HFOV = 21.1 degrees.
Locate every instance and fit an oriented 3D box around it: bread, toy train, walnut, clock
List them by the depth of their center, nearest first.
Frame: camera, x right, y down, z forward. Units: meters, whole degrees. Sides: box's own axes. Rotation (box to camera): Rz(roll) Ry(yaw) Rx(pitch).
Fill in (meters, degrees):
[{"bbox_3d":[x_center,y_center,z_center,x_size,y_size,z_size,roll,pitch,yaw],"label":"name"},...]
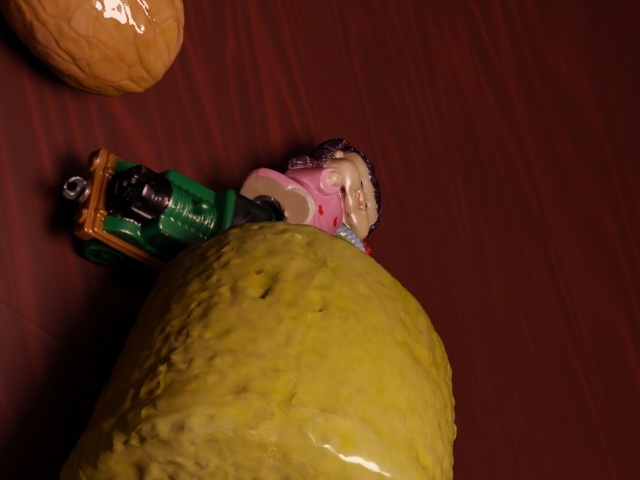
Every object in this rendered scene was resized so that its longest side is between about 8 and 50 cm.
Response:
[{"bbox_3d":[-0.040,0.180,1.527,0.348,0.348,0.308,44,38,-27],"label":"bread"},{"bbox_3d":[-0.216,-0.226,1.595,0.206,0.159,0.159,45,50,-27],"label":"walnut"},{"bbox_3d":[-0.137,-0.015,1.617,0.227,0.136,0.091,31,56,-38],"label":"toy train"},{"bbox_3d":[0.000,0.000,1.769,0.195,0.100,0.194,-30,112,-58],"label":"clock"}]
